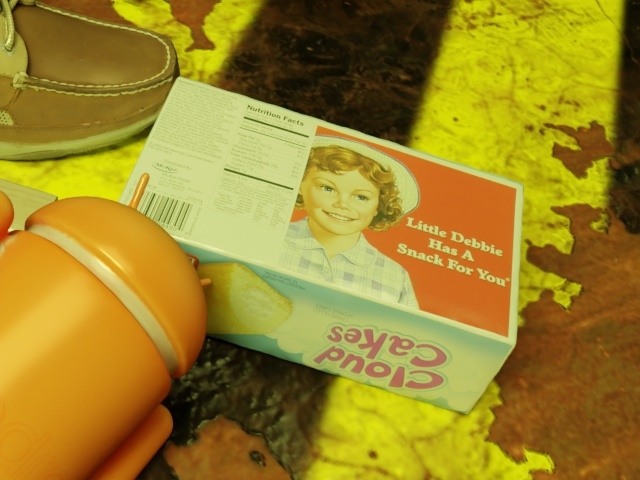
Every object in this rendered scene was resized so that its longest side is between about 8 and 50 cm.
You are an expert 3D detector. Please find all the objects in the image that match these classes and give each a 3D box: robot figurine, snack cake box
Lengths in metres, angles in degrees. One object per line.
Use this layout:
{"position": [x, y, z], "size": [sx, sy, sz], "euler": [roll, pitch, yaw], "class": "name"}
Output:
{"position": [-0.149, 0.065, 0.506], "size": [0.158, 0.128, 0.219], "euler": [41, 63, 4], "class": "robot figurine"}
{"position": [0.000, 0.000, 0.650], "size": [0.264, 0.089, 0.152], "euler": [17, 45, -3], "class": "snack cake box"}

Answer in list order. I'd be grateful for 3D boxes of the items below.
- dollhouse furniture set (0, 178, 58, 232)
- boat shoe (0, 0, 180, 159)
{"position": [-0.358, -0.009, 0.482], "size": [0.356, 0.173, 0.303], "euler": [16, 47, -4], "class": "dollhouse furniture set"}
{"position": [-0.257, -0.137, 0.666], "size": [0.325, 0.116, 0.123], "euler": [-1, 51, -19], "class": "boat shoe"}
